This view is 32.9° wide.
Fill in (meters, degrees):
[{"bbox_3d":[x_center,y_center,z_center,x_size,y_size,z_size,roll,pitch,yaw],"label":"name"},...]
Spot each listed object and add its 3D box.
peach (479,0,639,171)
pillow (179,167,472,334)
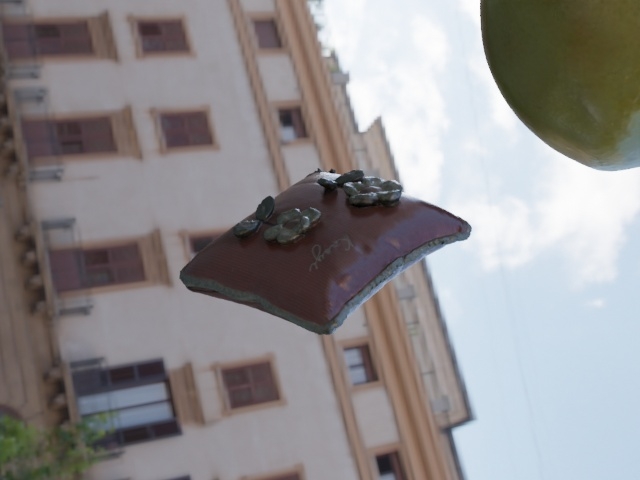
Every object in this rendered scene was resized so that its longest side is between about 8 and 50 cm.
[{"bbox_3d":[0.311,-0.239,1.137,0.315,0.282,0.314,42,46,-66],"label":"peach"},{"bbox_3d":[0.000,0.000,0.844,0.171,0.179,0.075,18,-49,40],"label":"pillow"}]
